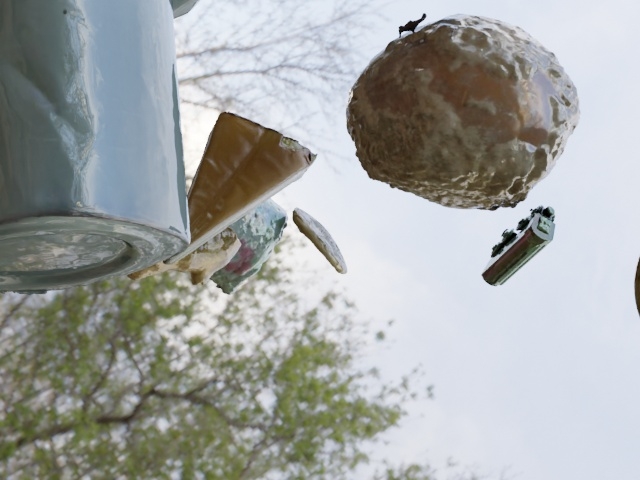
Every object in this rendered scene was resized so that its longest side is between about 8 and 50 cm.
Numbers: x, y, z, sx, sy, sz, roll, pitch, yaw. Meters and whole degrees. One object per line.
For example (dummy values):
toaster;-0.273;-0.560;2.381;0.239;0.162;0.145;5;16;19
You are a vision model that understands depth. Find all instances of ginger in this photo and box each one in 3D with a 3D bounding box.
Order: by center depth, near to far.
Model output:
ginger;-0.224;-0.004;1.169;0.065;0.298;0.118;20;-81;49

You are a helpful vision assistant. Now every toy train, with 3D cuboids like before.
toy train;0.275;0.006;1.277;0.038;0.071;0.148;30;-38;-4

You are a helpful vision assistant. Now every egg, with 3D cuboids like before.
egg;0.189;-0.169;1.239;0.310;0.279;0.279;3;-63;32

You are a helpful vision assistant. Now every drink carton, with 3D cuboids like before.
drink carton;-0.149;-0.080;0.516;0.185;0.191;0.190;-17;-106;23

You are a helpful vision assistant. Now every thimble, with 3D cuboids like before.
thimble;-0.170;-0.013;1.741;0.149;0.211;0.185;40;-36;-18

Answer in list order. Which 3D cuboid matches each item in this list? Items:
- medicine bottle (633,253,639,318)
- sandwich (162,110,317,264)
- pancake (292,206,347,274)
medicine bottle;0.555;0.045;1.141;0.224;0.384;0.225;3;-85;36
sandwich;-0.083;-0.034;0.956;0.113;0.163;0.079;21;-15;-11
pancake;0.000;0.000;1.730;0.158;0.028;0.158;49;9;-11
